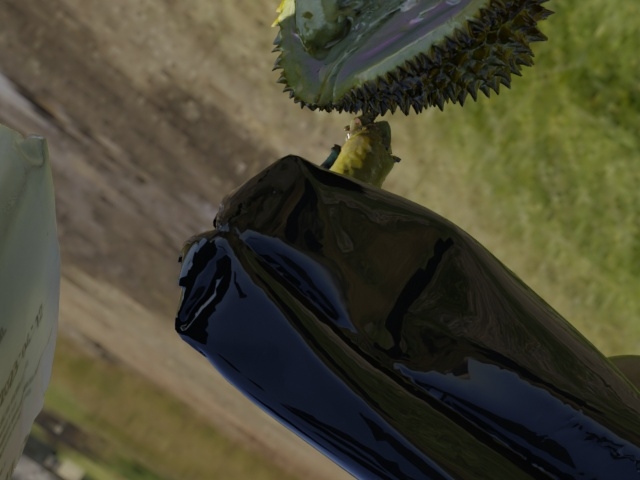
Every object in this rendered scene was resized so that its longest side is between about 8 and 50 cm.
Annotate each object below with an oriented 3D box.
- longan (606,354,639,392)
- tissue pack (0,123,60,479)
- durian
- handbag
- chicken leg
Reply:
[{"bbox_3d":[0.261,0.186,1.545,0.204,0.185,0.159,-18,97,30],"label":"longan"},{"bbox_3d":[-0.272,0.120,0.848,0.194,0.356,0.266,19,145,3],"label":"tissue pack"},{"bbox_3d":[0.074,-0.142,0.965,0.102,0.208,0.146,43,-149,-53],"label":"durian"},{"bbox_3d":[0.064,0.083,1.068,0.342,0.152,0.288,38,175,-6],"label":"handbag"},{"bbox_3d":[0.000,0.000,1.365,0.103,0.228,0.088,37,168,8],"label":"chicken leg"}]
